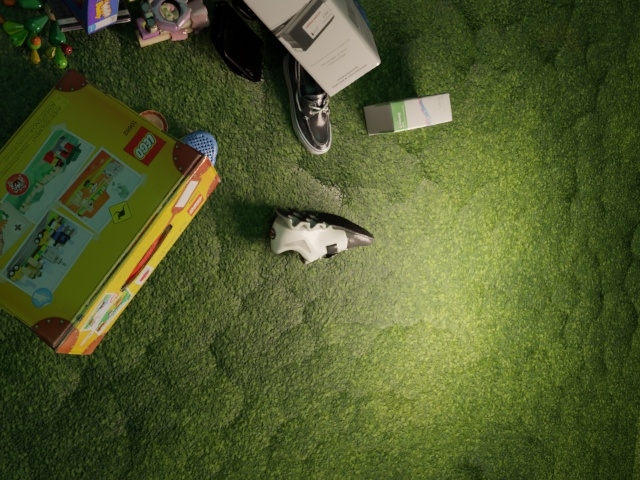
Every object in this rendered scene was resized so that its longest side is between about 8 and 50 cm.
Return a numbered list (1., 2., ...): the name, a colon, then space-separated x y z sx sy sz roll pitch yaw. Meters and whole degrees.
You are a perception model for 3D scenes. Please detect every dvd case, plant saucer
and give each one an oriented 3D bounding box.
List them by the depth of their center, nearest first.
1. dvd case: -0.561 -0.597 1.330 0.165 0.018 0.221 -24 89 -31
2. plant saucer: -0.435 -0.292 1.477 0.084 0.013 0.083 -4 99 -26

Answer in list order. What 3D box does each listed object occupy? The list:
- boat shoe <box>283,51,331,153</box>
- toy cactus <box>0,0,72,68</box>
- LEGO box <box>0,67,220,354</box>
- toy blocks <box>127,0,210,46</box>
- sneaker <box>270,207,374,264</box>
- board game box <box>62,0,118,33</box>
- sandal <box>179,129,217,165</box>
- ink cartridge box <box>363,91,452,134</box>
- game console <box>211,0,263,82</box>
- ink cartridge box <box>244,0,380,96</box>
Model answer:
1. boat shoe: -0.022 -0.391 1.615 0.108 0.102 0.301 -17 103 -23
2. toy cactus: -0.638 -0.510 1.312 0.219 0.112 0.180 48 66 -14
3. LEGO box: -0.529 -0.062 1.274 0.373 0.193 0.500 34 80 7
4. toy blocks: -0.330 -0.623 1.320 0.260 0.309 0.288 -22 106 -15
5. sneaker: 0.000 0.000 1.683 0.331 0.122 0.146 8 111 -28
6. board game box: -0.553 -0.645 1.193 0.078 0.233 0.347 -38 92 -28
7. sandal: -0.363 -0.144 1.464 0.126 0.138 0.317 35 79 -23
8. ink cartridge box: 0.262 -0.380 1.726 0.213 0.154 0.093 -17 104 -23
9. game console: -0.201 -0.603 1.474 0.213 0.044 0.361 21 71 -70
10. ink cartridge box: -0.042 -0.600 1.418 0.166 0.285 0.395 -30 133 23
